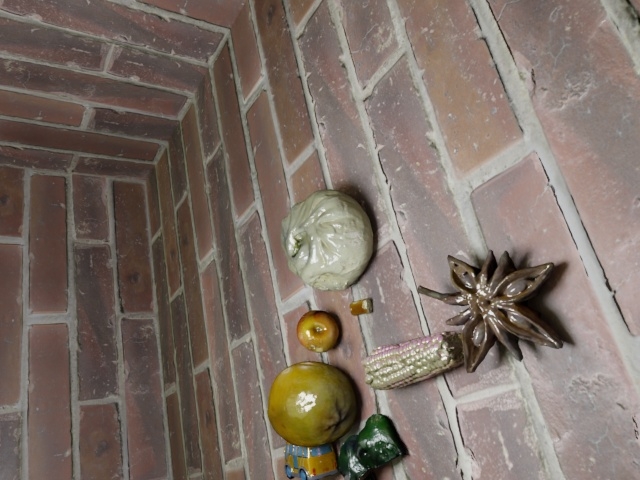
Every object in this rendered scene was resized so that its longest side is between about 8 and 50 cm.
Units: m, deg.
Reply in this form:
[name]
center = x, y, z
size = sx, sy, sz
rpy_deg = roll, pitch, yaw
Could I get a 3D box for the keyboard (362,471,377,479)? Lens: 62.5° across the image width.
[keyboard]
center = 0.123, 0.813, 1.630
size = 0.230, 0.025, 0.094
rpy_deg = -61, 39, 32

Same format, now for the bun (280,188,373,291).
[bun]
center = 0.000, 0.000, 1.715
size = 0.359, 0.211, 0.360
rpy_deg = -9, 79, 54

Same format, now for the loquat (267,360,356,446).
[loquat]
center = -0.031, 0.524, 1.684
size = 0.284, 0.276, 0.276
rpy_deg = 7, 93, 53

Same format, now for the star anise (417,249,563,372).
[star anise]
center = 0.392, 0.145, 1.223
size = 0.349, 0.109, 0.292
rpy_deg = -33, 53, 38

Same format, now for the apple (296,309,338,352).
[apple]
center = -0.010, 0.299, 1.759
size = 0.146, 0.146, 0.146
rpy_deg = -7, 81, 55

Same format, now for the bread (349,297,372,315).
[bread]
center = 0.129, 0.210, 1.663
size = 0.083, 0.036, 0.047
rpy_deg = -21, 78, 52

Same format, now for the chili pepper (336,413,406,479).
[chili pepper]
center = 0.123, 0.627, 1.563
size = 0.264, 0.116, 0.148
rpy_deg = -55, 42, 36

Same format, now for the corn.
[corn]
center = 0.249, 0.324, 1.413
size = 0.335, 0.126, 0.127
rpy_deg = -29, 64, 47

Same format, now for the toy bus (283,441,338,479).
[toy bus]
center = -0.040, 0.727, 1.778
size = 0.209, 0.126, 0.136
rpy_deg = -26, 70, 55
